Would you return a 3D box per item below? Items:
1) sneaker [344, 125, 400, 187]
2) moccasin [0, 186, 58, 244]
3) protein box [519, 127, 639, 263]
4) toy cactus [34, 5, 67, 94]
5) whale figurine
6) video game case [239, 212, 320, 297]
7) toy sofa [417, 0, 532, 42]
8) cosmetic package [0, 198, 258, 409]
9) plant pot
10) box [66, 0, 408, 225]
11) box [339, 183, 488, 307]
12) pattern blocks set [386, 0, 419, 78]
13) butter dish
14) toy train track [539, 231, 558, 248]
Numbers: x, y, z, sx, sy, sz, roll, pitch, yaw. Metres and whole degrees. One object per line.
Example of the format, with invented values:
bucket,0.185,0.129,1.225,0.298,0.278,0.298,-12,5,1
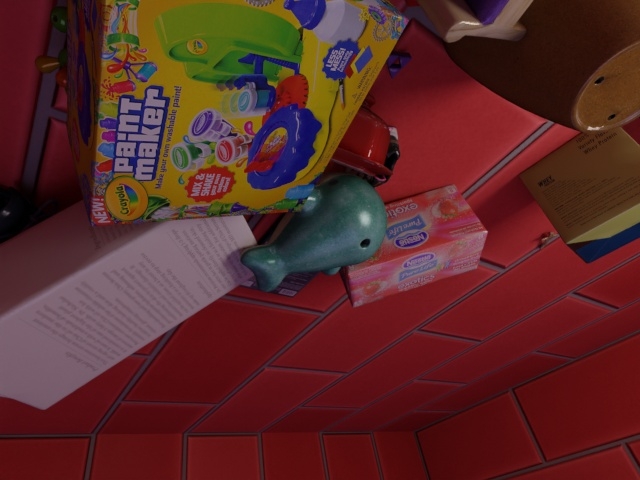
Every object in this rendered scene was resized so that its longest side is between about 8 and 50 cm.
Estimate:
sneaker,0.095,-0.128,0.774,0.072,0.077,0.178,3,140,-17
moccasin,-0.541,-0.029,0.674,0.117,0.137,0.342,-33,139,26
protein box,0.571,-0.100,0.837,0.136,0.201,0.200,25,129,-38
toy cactus,-0.245,-0.245,0.529,0.181,0.112,0.219,16,127,-45
whale figurine,0.000,0.000,0.717,0.272,0.141,0.216,-33,133,-13
video game case,-0.075,0.046,0.988,0.196,0.026,0.274,18,132,-33
toy sofa,0.189,-0.364,0.329,0.177,0.150,0.362,-10,154,-27
cosmetic package,-0.343,0.058,0.688,0.454,0.161,0.230,-33,143,-13
plant pot,0.314,-0.263,0.522,0.238,0.254,0.237,-7,141,-6
box,-0.116,-0.183,0.460,0.280,0.176,0.289,-7,145,-36
box,0.182,0.013,0.892,0.301,0.154,0.142,-16,142,-3
pattern blocks set,-0.006,-0.312,0.554,0.325,0.026,0.285,8,138,-24
butter dish,0.052,-0.179,0.653,0.118,0.160,0.160,-70,164,10
toy train track,0.627,-0.003,1.129,0.048,0.014,0.083,-18,148,-4
